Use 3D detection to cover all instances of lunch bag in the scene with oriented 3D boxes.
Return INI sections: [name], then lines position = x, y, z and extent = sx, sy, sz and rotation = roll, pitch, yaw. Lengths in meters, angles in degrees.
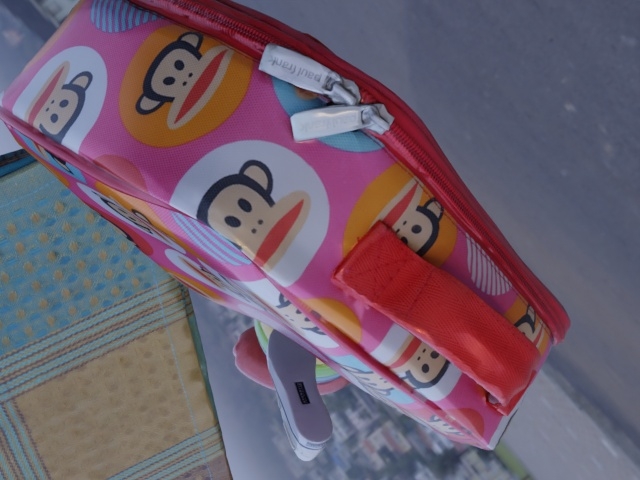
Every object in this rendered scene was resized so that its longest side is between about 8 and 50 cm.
[lunch bag]
position = 0.000, 0.000, 0.507
extent = 0.258, 0.120, 0.293
rotation = 30, 172, 41

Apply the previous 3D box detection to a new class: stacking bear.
[stacking bear]
position = -0.010, 0.077, 1.183
extent = 0.164, 0.175, 0.289
rotation = 30, 160, 11

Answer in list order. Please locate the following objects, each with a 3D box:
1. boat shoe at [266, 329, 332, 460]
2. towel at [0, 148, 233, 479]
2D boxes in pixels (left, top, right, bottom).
[boat shoe]
position = -0.017, 0.104, 0.677
extent = 0.035, 0.035, 0.100
rotation = 112, 147, -44
[towel]
position = -0.209, 0.110, 0.679
extent = 0.040, 0.271, 0.370
rotation = 49, 155, 47
